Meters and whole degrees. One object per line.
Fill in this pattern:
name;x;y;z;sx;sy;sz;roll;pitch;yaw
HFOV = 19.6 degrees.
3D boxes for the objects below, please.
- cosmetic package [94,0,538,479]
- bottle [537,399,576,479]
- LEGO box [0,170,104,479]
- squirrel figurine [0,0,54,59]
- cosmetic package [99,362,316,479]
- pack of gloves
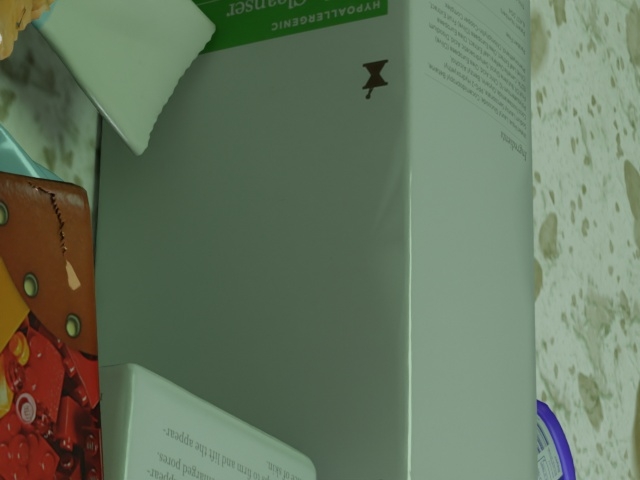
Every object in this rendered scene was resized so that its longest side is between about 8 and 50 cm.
cosmetic package;0.000;0.000;0.968;0.155;0.197;0.365;29;57;-55
bottle;0.075;0.184;1.158;0.283;0.092;0.118;-27;106;-60
LEGO box;-0.267;0.148;0.439;0.500;0.193;0.372;10;73;-60
squirrel figurine;-0.159;-0.183;0.479;0.397;0.370;0.281;86;6;-79
cosmetic package;-0.106;0.164;0.773;0.151;0.151;0.183;36;53;-53
pack of gloves;-0.141;-0.089;0.820;0.232;0.046;0.195;49;64;-43
